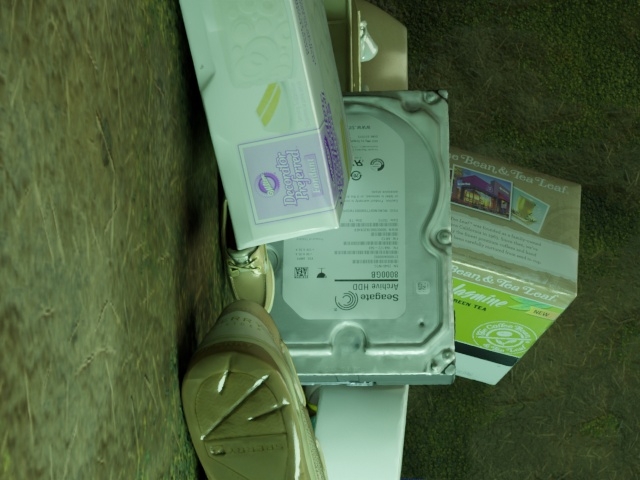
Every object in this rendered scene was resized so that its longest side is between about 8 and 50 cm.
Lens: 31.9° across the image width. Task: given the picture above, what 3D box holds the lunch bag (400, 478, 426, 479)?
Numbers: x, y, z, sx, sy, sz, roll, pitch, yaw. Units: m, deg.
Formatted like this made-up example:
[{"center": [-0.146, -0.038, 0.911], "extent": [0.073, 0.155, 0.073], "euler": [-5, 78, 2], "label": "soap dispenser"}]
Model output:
[{"center": [0.059, 0.539, 1.550], "extent": [0.385, 0.239, 0.327], "euler": [-108, -162, -81], "label": "lunch bag"}]

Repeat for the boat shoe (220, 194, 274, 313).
[{"center": [-0.077, 0.012, 1.102], "extent": [0.045, 0.050, 0.135], "euler": [-15, 94, -82], "label": "boat shoe"}]

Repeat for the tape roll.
[{"center": [0.049, 0.260, 1.350], "extent": [0.286, 0.100, 0.286], "euler": [5, 90, -84], "label": "tape roll"}]

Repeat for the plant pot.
[{"center": [0.059, -0.308, 1.984], "extent": [0.284, 0.191, 0.284], "euler": [0, 90, -86], "label": "plant pot"}]

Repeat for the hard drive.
[{"center": [0.032, -0.007, 1.264], "extent": [0.064, 0.237, 0.338], "euler": [74, 16, -71], "label": "hard drive"}]

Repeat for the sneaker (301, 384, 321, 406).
[{"center": [0.000, 0.249, 1.922], "extent": [0.115, 0.105, 0.281], "euler": [55, 0, 15], "label": "sneaker"}]

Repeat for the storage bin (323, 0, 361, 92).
[{"center": [-0.011, -0.206, 1.494], "extent": [0.262, 0.123, 0.260], "euler": [-5, 95, -86], "label": "storage bin"}]

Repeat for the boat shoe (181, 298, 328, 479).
[{"center": [-0.043, 0.216, 0.989], "extent": [0.110, 0.122, 0.341], "euler": [-80, 167, -63], "label": "boat shoe"}]

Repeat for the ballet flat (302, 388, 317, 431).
[{"center": [-0.043, 0.204, 1.363], "extent": [0.077, 0.077, 0.231], "euler": [61, -8, 27], "label": "ballet flat"}]

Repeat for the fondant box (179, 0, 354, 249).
[{"center": [-0.040, -0.151, 1.064], "extent": [0.330, 0.096, 0.238], "euler": [-71, 149, -75], "label": "fondant box"}]

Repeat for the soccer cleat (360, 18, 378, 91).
[{"center": [0.014, -0.339, 1.701], "extent": [0.116, 0.143, 0.331], "euler": [-86, 173, -45], "label": "soccer cleat"}]

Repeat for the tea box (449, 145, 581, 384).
[{"center": [0.193, 0.033, 1.771], "extent": [0.323, 0.329, 0.220], "euler": [114, -11, -54], "label": "tea box"}]
